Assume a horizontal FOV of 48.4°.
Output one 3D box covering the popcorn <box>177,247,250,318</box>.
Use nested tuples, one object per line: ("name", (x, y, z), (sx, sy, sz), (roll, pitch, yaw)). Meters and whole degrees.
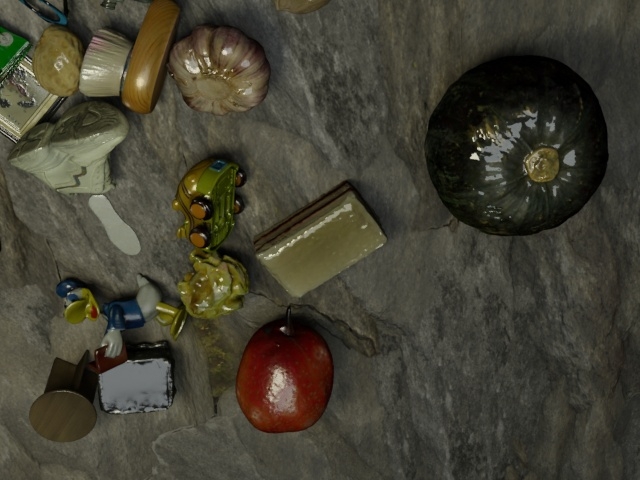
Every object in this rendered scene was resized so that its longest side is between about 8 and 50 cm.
("popcorn", (-0.282, 0.114, 1.886), (0.188, 0.167, 0.185), (9, 114, -10))

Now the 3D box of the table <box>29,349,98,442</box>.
("table", (-0.679, 0.408, 1.935), (0.167, 0.226, 0.167), (-3, 116, -7))

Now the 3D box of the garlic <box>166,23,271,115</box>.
("garlic", (-0.225, -0.402, 1.642), (0.245, 0.160, 0.245), (10, 146, 7))

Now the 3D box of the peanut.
("peanut", (-0.587, -0.401, 1.595), (0.109, 0.141, 0.159), (-24, 130, -46))

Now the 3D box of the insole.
("insole", (-0.537, -0.039, 1.858), (0.065, 0.004, 0.197), (-28, 117, 6))

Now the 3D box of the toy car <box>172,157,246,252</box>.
("toy car", (-0.291, -0.096, 1.779), (0.142, 0.200, 0.247), (19, 125, 14))

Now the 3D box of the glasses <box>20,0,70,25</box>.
("glasses", (-0.609, -0.592, 1.514), (0.239, 0.102, 0.207), (35, 107, -22))

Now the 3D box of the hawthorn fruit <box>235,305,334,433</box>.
("hawthorn fruit", (-0.096, 0.348, 1.969), (0.285, 0.284, 0.368), (4, 112, -11))

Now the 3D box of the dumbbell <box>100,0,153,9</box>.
("dumbbell", (-0.377, -0.673, 1.468), (0.179, 0.179, 0.406), (20, 112, -17))

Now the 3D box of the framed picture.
("framed picture", (-0.724, -0.342, 1.674), (0.195, 0.010, 0.199), (40, 105, -23))

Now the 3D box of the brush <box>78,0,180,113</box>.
("brush", (-0.424, -0.428, 1.600), (0.166, 0.174, 0.266), (20, 99, -8))

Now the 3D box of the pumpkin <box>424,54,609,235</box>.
("pumpkin", (0.475, -0.228, 1.733), (0.455, 0.344, 0.454), (-4, 112, -11))

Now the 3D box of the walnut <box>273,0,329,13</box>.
("walnut", (-0.028, -0.603, 1.570), (0.178, 0.178, 0.230), (33, 112, -22))

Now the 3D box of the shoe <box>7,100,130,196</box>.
("shoe", (-0.544, -0.198, 1.673), (0.342, 0.132, 0.210), (-14, 140, 29))

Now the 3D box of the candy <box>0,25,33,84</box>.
("candy", (-0.763, -0.446, 1.574), (0.141, 0.078, 0.203), (-41, 111, 17))

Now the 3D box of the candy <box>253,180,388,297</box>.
("candy", (0.000, 0.000, 1.891), (0.321, 0.135, 0.179), (-31, 118, 8))

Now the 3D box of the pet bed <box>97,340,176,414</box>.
("pet bed", (-0.513, 0.383, 1.999), (0.211, 0.159, 0.183), (-4, 102, -11))

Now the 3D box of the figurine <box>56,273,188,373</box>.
("figurine", (-0.552, 0.214, 1.885), (0.338, 0.283, 0.204), (26, 153, -1))
